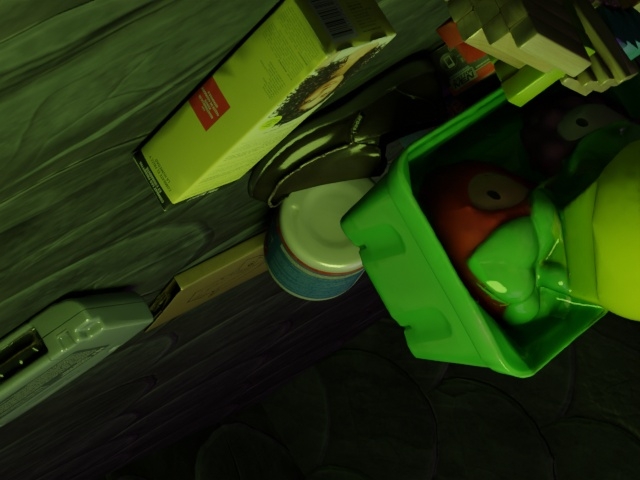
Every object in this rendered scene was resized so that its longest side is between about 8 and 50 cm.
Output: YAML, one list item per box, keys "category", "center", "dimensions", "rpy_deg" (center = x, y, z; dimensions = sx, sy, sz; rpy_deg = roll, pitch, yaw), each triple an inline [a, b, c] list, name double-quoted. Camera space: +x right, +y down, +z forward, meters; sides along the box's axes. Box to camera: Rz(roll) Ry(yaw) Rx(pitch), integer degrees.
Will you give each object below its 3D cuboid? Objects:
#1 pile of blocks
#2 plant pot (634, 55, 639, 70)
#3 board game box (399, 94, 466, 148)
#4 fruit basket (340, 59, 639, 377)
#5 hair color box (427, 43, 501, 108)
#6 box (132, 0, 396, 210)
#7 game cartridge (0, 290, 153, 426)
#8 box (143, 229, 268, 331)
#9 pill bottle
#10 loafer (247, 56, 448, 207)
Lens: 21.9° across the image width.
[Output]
- category: "pile of blocks"
  center: [0.203, -0.178, 1.473]
  dimensions: [0.113, 0.149, 0.362]
  rpy_deg: [-36, 171, 29]
- category: "plant pot"
  center: [0.421, -0.232, 1.869]
  dimensions: [0.174, 0.191, 0.191]
  rpy_deg: [-9, 158, -47]
- category: "board game box"
  center: [0.185, -0.159, 1.936]
  dimensions: [0.201, 0.035, 0.136]
  rpy_deg: [-32, 172, 4]
- category: "fruit basket"
  center: [0.260, -0.036, 1.601]
  dimensions: [0.392, 0.283, 0.392]
  rpy_deg: [-29, -174, 3]
- category: "hair color box"
  center: [0.171, -0.181, 1.680]
  dimensions: [0.093, 0.053, 0.167]
  rpy_deg: [-33, 171, 10]
- category: "box"
  center: [-0.048, -0.109, 1.270]
  dimensions: [0.087, 0.058, 0.232]
  rpy_deg: [-24, 169, -45]
- category: "game cartridge"
  center: [-0.331, 0.148, 1.796]
  dimensions: [0.297, 0.062, 0.198]
  rpy_deg: [-34, 176, 13]
- category: "box"
  center: [-0.118, 0.039, 2.047]
  dimensions: [0.201, 0.021, 0.164]
  rpy_deg: [-27, 171, -29]
- category: "pill bottle"
  center: [0.000, 0.000, 1.884]
  dimensions: [0.124, 0.124, 0.221]
  rpy_deg: [-30, 172, -16]
- category: "loafer"
  center: [0.029, -0.091, 1.595]
  dimensions: [0.220, 0.078, 0.080]
  rpy_deg: [-33, 172, 9]
